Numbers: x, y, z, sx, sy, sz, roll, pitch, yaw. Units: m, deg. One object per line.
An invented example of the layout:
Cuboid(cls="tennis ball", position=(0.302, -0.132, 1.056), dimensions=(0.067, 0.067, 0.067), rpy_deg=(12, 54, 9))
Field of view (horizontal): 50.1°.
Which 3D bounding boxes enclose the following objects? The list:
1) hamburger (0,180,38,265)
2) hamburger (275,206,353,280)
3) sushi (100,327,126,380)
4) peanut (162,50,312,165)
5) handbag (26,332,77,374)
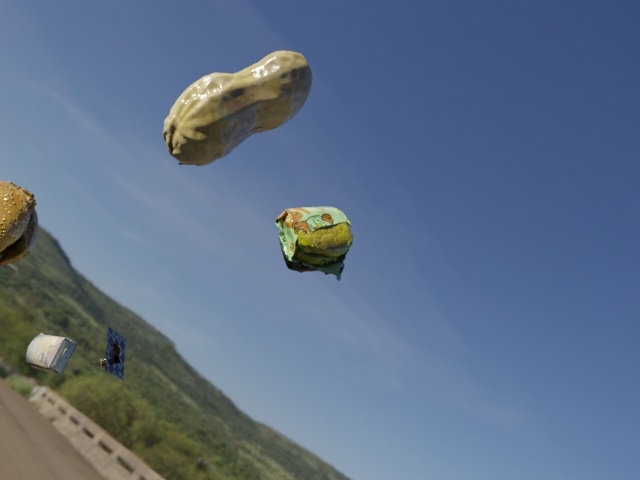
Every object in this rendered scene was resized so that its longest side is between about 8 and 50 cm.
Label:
Cuboid(cls="hamburger", position=(-0.682, -0.042, 1.430), dimensions=(0.181, 0.191, 0.118), rpy_deg=(54, -16, 11))
Cuboid(cls="hamburger", position=(0.001, 0.003, 1.895), dimensions=(0.125, 0.214, 0.235), rpy_deg=(111, -34, -46))
Cuboid(cls="sushi", position=(-0.582, 0.316, 1.909), dimensions=(0.026, 0.126, 0.120), rpy_deg=(-8, -27, 7))
Cuboid(cls="peanut", position=(-0.146, -0.248, 1.259), dimensions=(0.149, 0.313, 0.149), rpy_deg=(49, -25, 32))
Cuboid(cls="handbag", position=(-0.881, 0.368, 2.233), dimensions=(0.173, 0.117, 0.095), rpy_deg=(2, -33, 37))
